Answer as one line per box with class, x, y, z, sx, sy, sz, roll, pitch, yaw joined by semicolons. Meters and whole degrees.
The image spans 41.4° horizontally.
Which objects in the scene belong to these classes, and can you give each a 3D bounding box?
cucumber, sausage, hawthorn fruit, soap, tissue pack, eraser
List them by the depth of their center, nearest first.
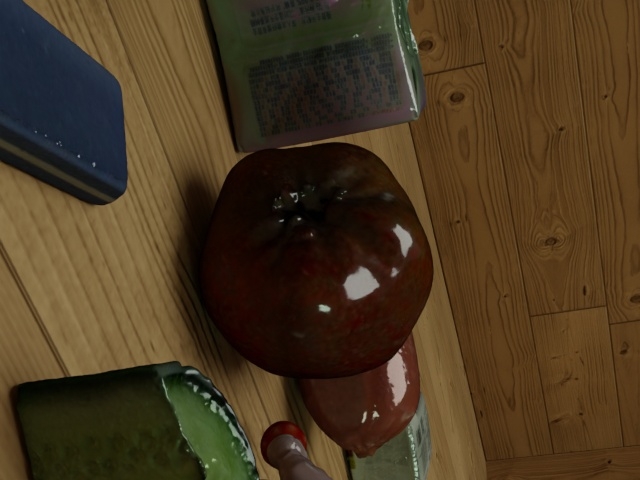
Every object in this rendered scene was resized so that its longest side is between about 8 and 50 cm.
cucumber;-0.095;0.120;0.452;0.062;0.115;0.116;-21;98;-73
eraser;-0.164;-0.085;0.469;0.225;0.036;0.082;38;44;-71
hawthorn fruit;-0.006;0.040;0.760;0.248;0.208;0.208;90;1;-51
soap;0.002;-0.202;0.900;0.138;0.199;0.182;-57;135;-76
sausage;0.036;0.113;0.948;0.148;0.148;0.254;38;43;-71
tissue pack;0.095;0.279;1.164;0.149;0.099;0.106;-28;110;-76

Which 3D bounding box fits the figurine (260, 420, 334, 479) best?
figurine;-0.022;0.267;0.651;0.186;0.176;0.287;32;11;-14
